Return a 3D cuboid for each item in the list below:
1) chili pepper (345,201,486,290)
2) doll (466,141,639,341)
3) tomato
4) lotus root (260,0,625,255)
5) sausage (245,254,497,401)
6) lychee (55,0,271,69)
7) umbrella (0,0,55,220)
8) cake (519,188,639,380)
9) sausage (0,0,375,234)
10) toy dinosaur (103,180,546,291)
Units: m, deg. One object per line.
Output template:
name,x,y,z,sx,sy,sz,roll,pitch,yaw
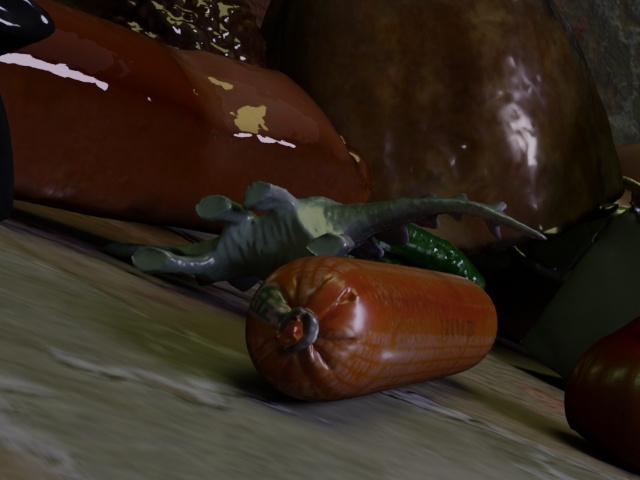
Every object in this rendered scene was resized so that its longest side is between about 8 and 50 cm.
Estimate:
chili pepper,0.021,0.003,0.894,0.100,0.074,0.257,1,-20,47
doll,0.237,0.000,1.283,0.268,0.216,0.284,12,-16,-41
tomato,0.165,0.077,0.701,0.087,0.075,0.087,25,6,-3
lotus root,0.084,-0.116,1.149,0.316,0.250,0.316,-7,5,1
sausage,0.032,0.037,0.609,0.053,0.053,0.348,24,3,15
lychee,-0.113,-0.100,0.969,0.188,0.188,0.188,23,3,-1
umbrella,-0.166,-0.080,0.409,0.118,0.118,0.340,21,12,-29
cake,0.307,0.021,0.989,0.172,0.283,0.158,42,13,33
sausage,-0.112,-0.059,0.664,0.348,0.094,0.097,13,31,-44
toy dinosaur,0.000,-0.002,0.656,0.209,0.039,0.082,-4,-12,17
